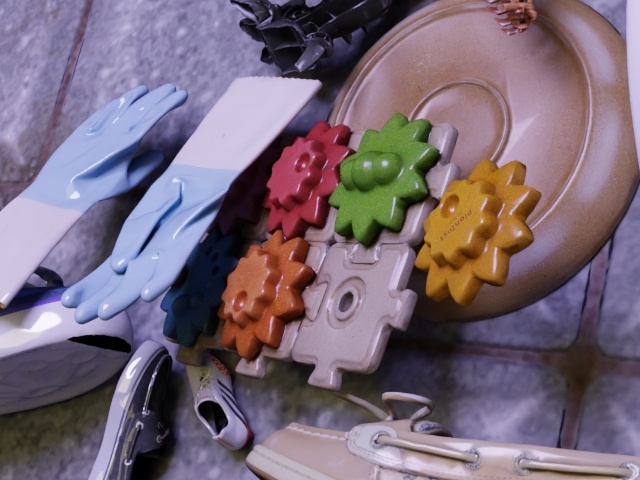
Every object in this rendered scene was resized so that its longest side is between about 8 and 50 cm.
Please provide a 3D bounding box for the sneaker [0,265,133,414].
[{"bbox_3d":[-0.282,0.013,0.990,0.323,0.130,0.236,-20,65,32],"label":"sneaker"}]

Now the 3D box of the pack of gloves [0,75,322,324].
[{"bbox_3d":[-0.125,-0.024,0.892,0.195,0.046,0.232,9,50,38],"label":"pack of gloves"}]

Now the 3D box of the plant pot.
[{"bbox_3d":[0.092,-0.065,0.842,0.236,0.032,0.236,-13,64,29],"label":"plant pot"}]

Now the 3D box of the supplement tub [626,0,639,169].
[{"bbox_3d":[0.326,-0.079,0.563,0.331,0.241,0.241,-6,68,32],"label":"supplement tub"}]

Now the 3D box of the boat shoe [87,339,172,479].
[{"bbox_3d":[-0.125,0.140,0.895,0.040,0.049,0.142,15,81,17],"label":"boat shoe"}]

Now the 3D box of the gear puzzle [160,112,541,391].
[{"bbox_3d":[0.000,0.000,0.795,0.339,0.044,0.175,2,67,54],"label":"gear puzzle"}]

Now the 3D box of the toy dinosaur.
[{"bbox_3d":[0.034,-0.229,0.871,0.218,0.164,0.322,-32,25,-8],"label":"toy dinosaur"}]

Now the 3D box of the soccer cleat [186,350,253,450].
[{"bbox_3d":[-0.073,0.105,0.877,0.029,0.035,0.083,-39,55,15],"label":"soccer cleat"}]

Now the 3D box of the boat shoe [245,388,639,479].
[{"bbox_3d":[0.088,0.141,0.723,0.285,0.104,0.089,11,69,32],"label":"boat shoe"}]
